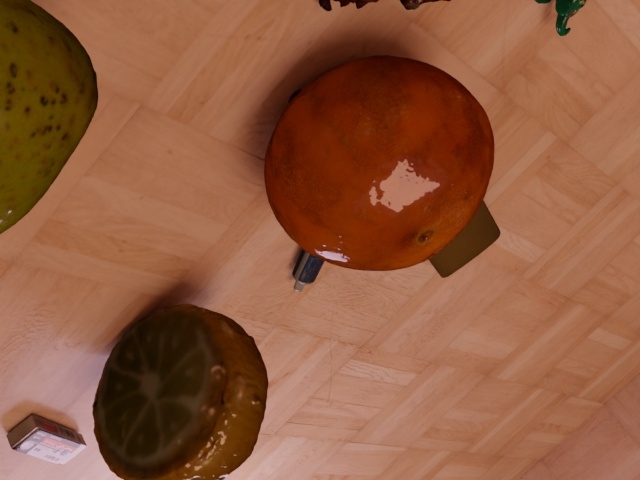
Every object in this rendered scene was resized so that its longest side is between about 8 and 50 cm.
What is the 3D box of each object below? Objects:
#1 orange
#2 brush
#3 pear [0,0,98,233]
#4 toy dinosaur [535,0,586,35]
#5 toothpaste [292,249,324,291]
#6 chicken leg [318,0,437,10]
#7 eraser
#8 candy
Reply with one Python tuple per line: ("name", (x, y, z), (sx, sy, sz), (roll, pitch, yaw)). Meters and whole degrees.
("orange", (0.072, -0.087, 1.156), (0.284, 0.226, 0.284), (-18, 145, -13))
("brush", (0.204, -0.023, 1.498), (0.123, 0.059, 0.197), (-40, 147, 2))
("pear", (-0.339, -0.093, 0.777), (0.318, 0.238, 0.342), (-15, 142, -14))
("toy dinosaur", (0.335, -0.328, 1.241), (0.096, 0.059, 0.132), (-17, 135, -35))
("toothpaste", (0.000, 0.000, 1.369), (0.057, 0.035, 0.197), (-13, 139, -44))
("chicken leg", (0.045, -0.319, 0.980), (0.177, 0.083, 0.322), (-31, 152, 20))
("eraser", (-0.398, 0.292, 1.385), (0.052, 0.029, 0.122), (-37, 146, 4))
("candy", (-0.189, 0.214, 1.271), (0.260, 0.260, 0.118), (-43, 141, 12))
